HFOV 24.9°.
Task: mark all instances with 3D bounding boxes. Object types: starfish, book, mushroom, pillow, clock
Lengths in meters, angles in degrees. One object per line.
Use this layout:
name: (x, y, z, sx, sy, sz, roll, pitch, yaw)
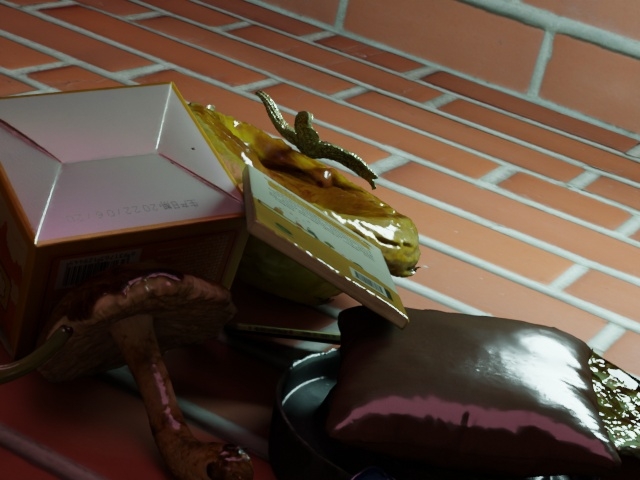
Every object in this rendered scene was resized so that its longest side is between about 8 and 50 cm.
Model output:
starfish: (-0.009, -0.143, 2.100, 0.223, 0.050, 0.217, 40, 1, 1)
book: (0.000, 0.000, 1.693, 0.208, 0.020, 0.295, 32, 10, -11)
mushroom: (-0.205, 0.152, 1.573, 0.208, 0.233, 0.301, 33, 35, -26)
pillow: (0.164, 0.166, 1.590, 0.308, 0.108, 0.305, 7, 21, 0)
book: (-0.020, 0.121, 1.838, 0.192, 0.013, 0.168, 7, -5, -9)
clock: (0.125, 0.242, 1.643, 0.386, 0.076, 0.386, 13, 20, -5)

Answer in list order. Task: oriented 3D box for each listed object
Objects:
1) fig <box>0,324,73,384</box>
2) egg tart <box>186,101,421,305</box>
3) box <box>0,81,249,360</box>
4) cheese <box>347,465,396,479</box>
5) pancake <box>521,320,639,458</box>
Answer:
fig: (-0.373, 0.128, 1.474, 0.245, 0.149, 0.149, -3, 25, -21)
egg tart: (-0.066, -0.038, 2.050, 0.443, 0.178, 0.443, 27, 9, -5)
box: (-0.274, -0.027, 1.768, 0.284, 0.214, 0.259, -8, 47, -31)
cheese: (-0.009, 0.290, 1.369, 0.270, 0.069, 0.177, -24, 49, -40)
pancake: (0.351, 0.211, 1.828, 0.305, 0.067, 0.427, 17, 17, -37)
